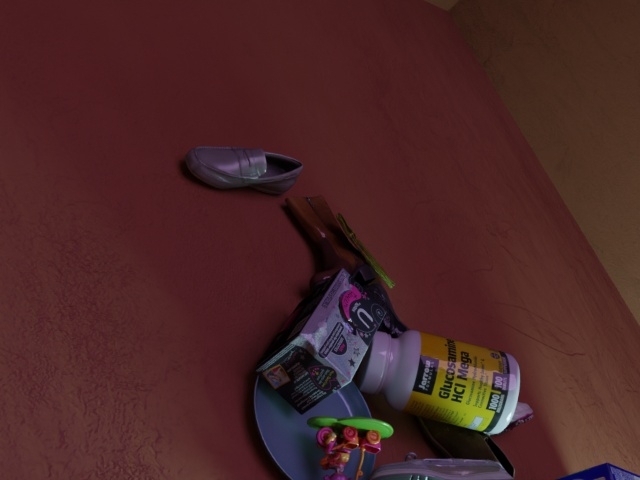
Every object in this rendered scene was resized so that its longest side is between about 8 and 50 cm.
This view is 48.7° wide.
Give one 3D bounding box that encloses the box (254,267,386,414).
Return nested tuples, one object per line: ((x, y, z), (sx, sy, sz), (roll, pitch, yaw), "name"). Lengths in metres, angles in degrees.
((0.008, 0.202, 1.442), (0.142, 0.163, 0.247), (44, 36, -6), "box")

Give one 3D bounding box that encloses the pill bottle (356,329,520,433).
((0.260, 0.310, 1.600), (0.334, 0.187, 0.187), (14, 42, -3), "pill bottle")

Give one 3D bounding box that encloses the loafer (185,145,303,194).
((-0.179, -0.184, 1.708), (0.320, 0.111, 0.112), (3, 56, -47), "loafer")

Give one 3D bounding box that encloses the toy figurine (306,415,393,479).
((0.052, 0.430, 1.347), (0.173, 0.130, 0.159), (13, 55, -12), "toy figurine")

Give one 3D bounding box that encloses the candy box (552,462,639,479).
((0.704, 0.676, 1.763), (0.317, 0.268, 0.122), (28, 44, -30), "candy box")

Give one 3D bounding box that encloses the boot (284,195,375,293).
((0.000, 0.000, 1.755), (0.264, 0.096, 0.280), (-14, 68, -52), "boot")

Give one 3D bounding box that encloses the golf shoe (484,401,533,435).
((0.447, 0.435, 1.840), (0.306, 0.115, 0.140), (5, 51, -47), "golf shoe")

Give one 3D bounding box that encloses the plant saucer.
((-0.016, 0.371, 1.441), (0.318, 0.044, 0.317), (30, 39, -28), "plant saucer")

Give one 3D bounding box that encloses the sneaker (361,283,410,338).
((0.141, 0.208, 1.730), (0.130, 0.087, 0.227), (-1, 56, -47), "sneaker")

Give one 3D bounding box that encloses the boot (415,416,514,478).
((0.334, 0.460, 1.661), (0.112, 0.115, 0.305), (-4, 46, -48), "boot")

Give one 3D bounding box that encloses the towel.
((0.118, 0.027, 1.833), (0.237, 0.021, 0.102), (49, 9, -38), "towel")

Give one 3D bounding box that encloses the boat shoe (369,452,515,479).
((0.247, 0.501, 1.462), (0.321, 0.118, 0.103), (2, 18, -12), "boat shoe")
